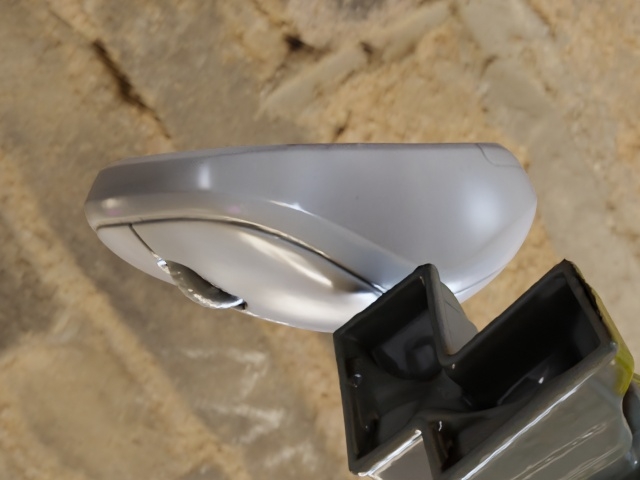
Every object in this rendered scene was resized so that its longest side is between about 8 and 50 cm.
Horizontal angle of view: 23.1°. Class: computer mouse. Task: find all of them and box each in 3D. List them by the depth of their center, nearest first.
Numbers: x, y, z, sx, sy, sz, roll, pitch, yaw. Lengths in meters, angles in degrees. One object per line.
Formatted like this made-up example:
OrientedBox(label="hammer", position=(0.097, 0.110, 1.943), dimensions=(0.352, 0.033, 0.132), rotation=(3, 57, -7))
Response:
OrientedBox(label="computer mouse", position=(0.000, 0.000, 0.972), dimensions=(0.184, 0.297, 0.121), rotation=(0, -86, 44))

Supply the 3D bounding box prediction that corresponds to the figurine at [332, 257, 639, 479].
OrientedBox(label="figurine", position=(0.159, 0.140, 0.888), dimensions=(0.285, 0.342, 0.167), rotation=(39, -92, -27))
